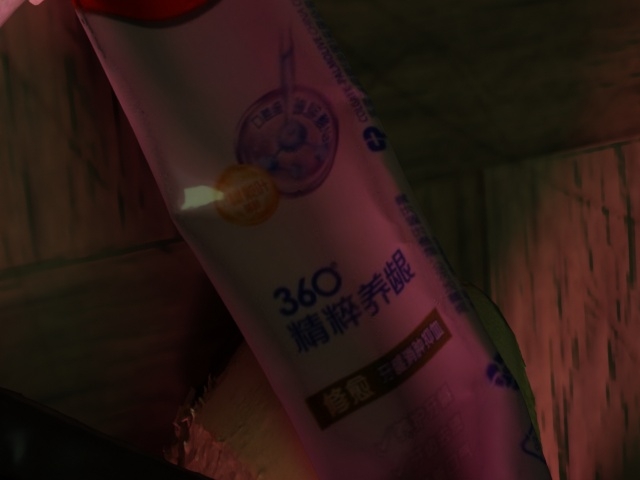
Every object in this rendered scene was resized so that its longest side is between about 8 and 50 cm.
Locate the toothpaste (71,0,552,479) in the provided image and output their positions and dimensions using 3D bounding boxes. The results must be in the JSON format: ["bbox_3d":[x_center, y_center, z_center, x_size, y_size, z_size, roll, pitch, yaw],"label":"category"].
[{"bbox_3d":[0.000,0.000,0.512,0.075,0.048,0.301,-28,74,-1],"label":"toothpaste"}]

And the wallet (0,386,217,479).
[{"bbox_3d":[-0.128,0.149,0.423,0.323,0.041,0.247,22,69,5],"label":"wallet"}]

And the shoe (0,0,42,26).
[{"bbox_3d":[-0.149,-0.090,0.426,0.351,0.172,0.198,-39,152,-40],"label":"shoe"}]

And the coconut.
[{"bbox_3d":[0.018,0.063,0.575,0.122,0.116,0.116,-47,120,-14],"label":"coconut"}]
